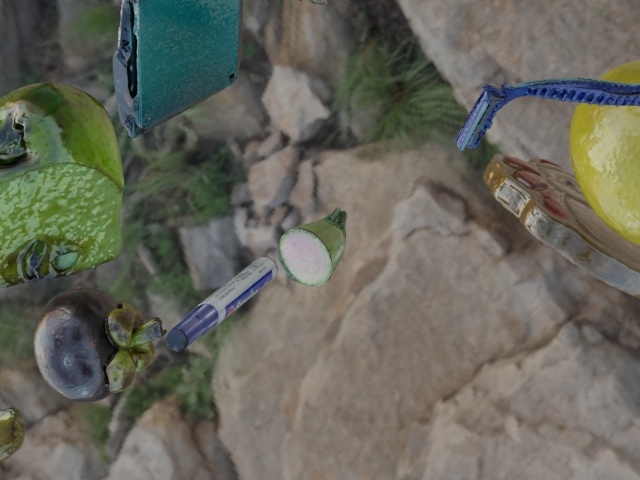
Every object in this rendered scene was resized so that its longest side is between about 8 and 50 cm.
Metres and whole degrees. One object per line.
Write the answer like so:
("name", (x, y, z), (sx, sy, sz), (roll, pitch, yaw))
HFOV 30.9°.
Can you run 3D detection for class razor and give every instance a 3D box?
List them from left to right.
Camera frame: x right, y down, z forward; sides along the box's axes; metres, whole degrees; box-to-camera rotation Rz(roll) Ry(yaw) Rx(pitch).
("razor", (0.305, -0.166, 1.332), (0.093, 0.324, 0.056), (113, 143, -52))

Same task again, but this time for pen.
("pen", (-0.080, 0.052, 0.979), (0.025, 0.204, 0.025), (5, 106, 16))

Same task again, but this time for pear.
("pear", (-0.363, -0.072, 1.367), (0.164, 0.238, 0.255), (62, 154, 31))

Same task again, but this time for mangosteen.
("mangosteen", (-0.365, 0.168, 1.927), (0.217, 0.192, 0.192), (-15, 106, 14))

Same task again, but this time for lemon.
("lemon", (0.462, -0.118, 1.584), (0.263, 0.236, 0.236), (51, 135, 5))

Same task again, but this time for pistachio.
("pistachio", (-0.449, 0.274, 1.611), (0.173, 0.089, 0.049), (13, 138, 55))

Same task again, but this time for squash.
("squash", (0.008, 0.004, 1.862), (0.105, 0.132, 0.105), (16, 122, 27))

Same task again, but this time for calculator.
("calculator", (-0.216, -0.321, 1.784), (0.058, 0.248, 0.274), (29, 136, 26))

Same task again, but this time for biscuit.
("biscuit", (0.429, -0.034, 1.890), (0.074, 0.358, 0.381), (-55, 30, 22))

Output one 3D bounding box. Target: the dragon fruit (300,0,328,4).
("dragon fruit", (-0.011, -0.251, 0.948), (0.153, 0.111, 0.153), (7, 128, 9))
